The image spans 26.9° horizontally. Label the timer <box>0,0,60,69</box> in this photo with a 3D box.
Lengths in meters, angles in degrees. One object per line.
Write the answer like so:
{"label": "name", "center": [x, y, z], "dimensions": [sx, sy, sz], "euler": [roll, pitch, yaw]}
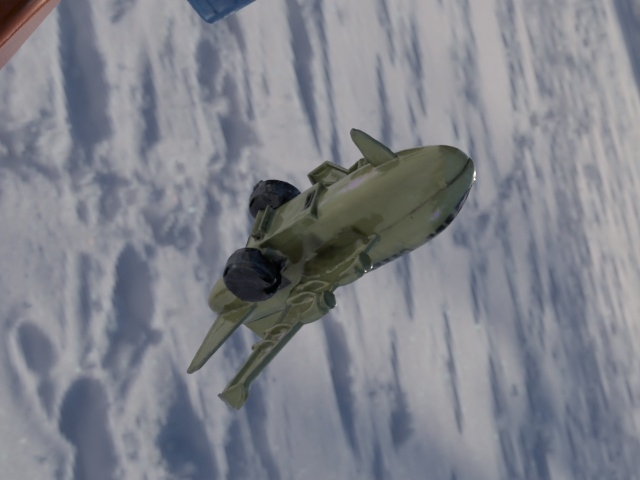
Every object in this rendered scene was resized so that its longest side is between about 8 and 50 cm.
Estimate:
{"label": "timer", "center": [-0.499, -0.363, 1.815], "dimensions": [0.257, 0.161, 0.250], "euler": [40, 67, -12]}

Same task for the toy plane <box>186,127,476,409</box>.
{"label": "toy plane", "center": [0.000, 0.000, 0.872], "dimensions": [0.092, 0.244, 0.229], "euler": [37, 41, -16]}

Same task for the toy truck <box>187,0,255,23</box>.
{"label": "toy truck", "center": [-0.071, -0.298, 1.132], "dimensions": [0.161, 0.162, 0.385], "euler": [54, 7, -20]}
